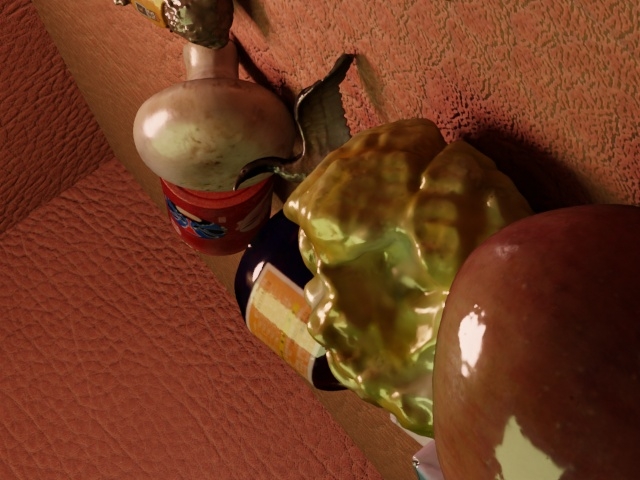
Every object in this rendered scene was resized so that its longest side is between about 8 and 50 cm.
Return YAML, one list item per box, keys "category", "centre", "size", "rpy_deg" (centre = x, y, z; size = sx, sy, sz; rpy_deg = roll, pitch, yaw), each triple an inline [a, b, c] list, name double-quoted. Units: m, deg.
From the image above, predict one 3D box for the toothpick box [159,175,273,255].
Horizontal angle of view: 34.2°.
- category: "toothpick box"
  centre: [-0.181, -0.106, 1.837]
  size: [0.204, 0.204, 0.333]
  rpy_deg: [52, 169, 9]

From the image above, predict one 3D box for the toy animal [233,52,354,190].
- category: "toy animal"
  centre: [-0.002, -0.095, 1.261]
  size: [0.160, 0.197, 0.272]
  rpy_deg: [46, 162, 19]

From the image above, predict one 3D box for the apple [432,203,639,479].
- category: "apple"
  centre: [0.215, 0.122, 0.776]
  size: [0.235, 0.306, 0.305]
  rpy_deg: [31, 155, 54]

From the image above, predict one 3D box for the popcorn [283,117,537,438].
- category: "popcorn"
  centre: [0.126, 0.038, 1.043]
  size: [0.293, 0.292, 0.334]
  rpy_deg: [-14, 96, 39]

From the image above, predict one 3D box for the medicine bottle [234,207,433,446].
- category: "medicine bottle"
  centre: [0.083, 0.129, 1.415]
  size: [0.395, 0.242, 0.242]
  rpy_deg: [41, 163, 28]

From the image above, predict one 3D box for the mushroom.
- category: "mushroom"
  centre: [-0.158, -0.195, 1.571]
  size: [0.243, 0.243, 0.243]
  rpy_deg: [50, 168, 15]

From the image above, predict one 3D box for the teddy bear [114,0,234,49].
- category: "teddy bear"
  centre: [-0.192, -0.342, 1.410]
  size: [0.190, 0.140, 0.177]
  rpy_deg: [38, 159, 26]

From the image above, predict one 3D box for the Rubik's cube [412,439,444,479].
- category: "Rubik's cube"
  centre: [0.268, 0.302, 1.226]
  size: [0.231, 0.221, 0.224]
  rpy_deg: [46, 166, 33]
